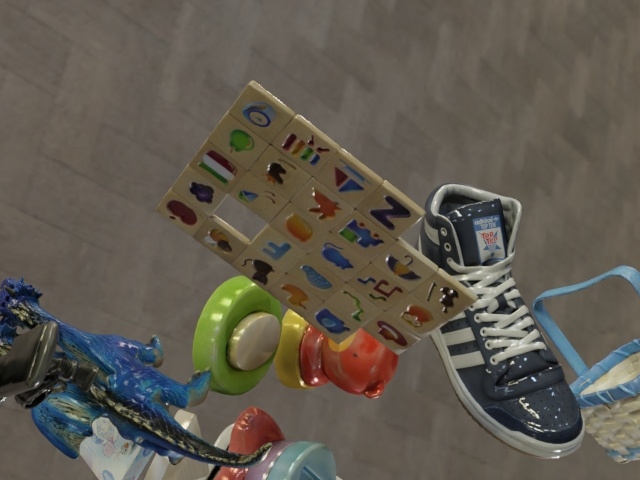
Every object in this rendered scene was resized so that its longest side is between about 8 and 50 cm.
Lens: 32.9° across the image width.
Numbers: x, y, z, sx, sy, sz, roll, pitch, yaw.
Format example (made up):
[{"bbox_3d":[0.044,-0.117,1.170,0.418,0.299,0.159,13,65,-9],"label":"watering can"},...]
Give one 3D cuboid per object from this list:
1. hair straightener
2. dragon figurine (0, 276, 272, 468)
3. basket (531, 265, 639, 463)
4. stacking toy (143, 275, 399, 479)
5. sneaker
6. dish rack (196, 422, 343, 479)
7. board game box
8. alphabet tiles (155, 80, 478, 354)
[{"bbox_3d":[-0.190,0.092,0.689,0.089,0.230,0.047,18,66,-15],"label":"hair straightener"},{"bbox_3d":[-0.168,0.117,0.839,0.144,0.289,0.085,16,101,-42],"label":"dragon figurine"},{"bbox_3d":[0.466,0.186,1.658,0.201,0.255,0.289,-37,93,-25],"label":"basket"},{"bbox_3d":[-0.034,0.194,1.205,0.279,0.130,0.309,37,69,-58],"label":"stacking toy"},{"bbox_3d":[0.169,0.064,1.038,0.099,0.282,0.153,-12,136,-22],"label":"sneaker"},{"bbox_3d":[-0.091,0.457,1.554,0.285,0.072,0.333,35,52,-4],"label":"dish rack"},{"bbox_3d":[-0.187,0.177,1.013,0.020,0.090,0.090,26,100,-48],"label":"board game box"},{"bbox_3d":[0.000,0.000,0.853,0.237,0.198,0.009,36,52,-8],"label":"alphabet tiles"}]
